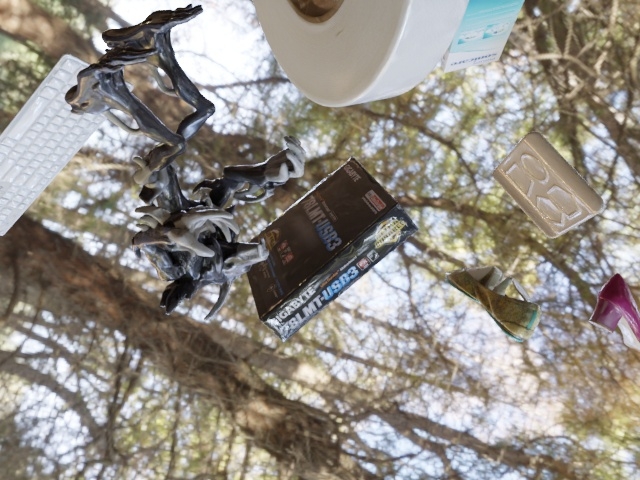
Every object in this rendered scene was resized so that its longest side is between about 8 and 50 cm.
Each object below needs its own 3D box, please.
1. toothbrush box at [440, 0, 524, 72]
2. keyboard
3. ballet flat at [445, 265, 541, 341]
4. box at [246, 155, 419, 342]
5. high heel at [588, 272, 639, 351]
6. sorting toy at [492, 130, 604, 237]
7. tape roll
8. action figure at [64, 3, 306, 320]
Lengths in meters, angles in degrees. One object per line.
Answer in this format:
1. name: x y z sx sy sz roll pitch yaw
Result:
1. toothbrush box: 0.280 -0.491 1.231 0.295 0.126 0.217 78 -1 -76
2. keyboard: -0.289 -0.085 0.652 0.256 0.072 0.014 -38 -120 26
3. ballet flat: 0.441 0.130 1.666 0.123 0.123 0.348 -61 -154 11
4. box: 0.000 0.000 1.173 0.293 0.073 0.295 -41 -154 6
5. high heel: 0.675 0.167 1.389 0.117 0.244 0.082 -62 -163 -1
6. sorting toy: 0.440 -0.106 1.279 0.038 0.193 0.208 -38 171 -14
7. tape roll: 0.017 -0.332 0.667 0.392 0.072 0.392 44 -39 50
8. action figure: -0.100 -0.045 0.565 0.140 0.276 0.164 0 -141 26
